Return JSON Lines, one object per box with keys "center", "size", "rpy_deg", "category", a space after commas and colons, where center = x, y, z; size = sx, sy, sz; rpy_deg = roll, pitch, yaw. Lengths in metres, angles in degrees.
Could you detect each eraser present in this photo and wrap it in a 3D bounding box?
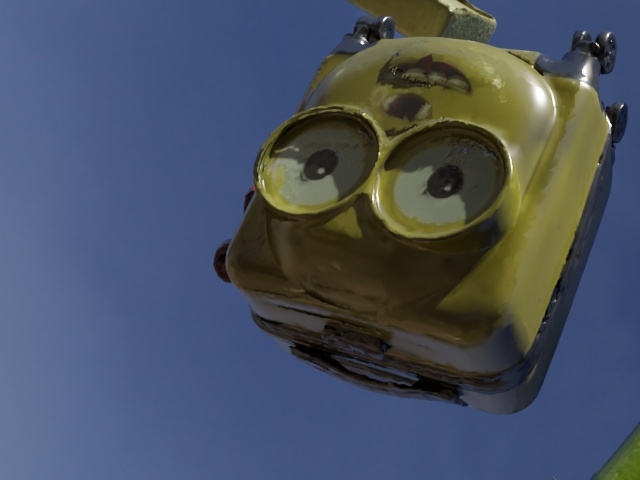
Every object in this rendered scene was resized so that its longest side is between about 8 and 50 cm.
{"center": [0.090, -0.254, 1.067], "size": [0.172, 0.117, 0.058], "rpy_deg": [37, -68, 24], "category": "eraser"}

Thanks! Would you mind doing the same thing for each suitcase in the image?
{"center": [0.064, -0.027, 0.606], "size": [0.194, 0.235, 0.143], "rpy_deg": [12, -27, 28], "category": "suitcase"}

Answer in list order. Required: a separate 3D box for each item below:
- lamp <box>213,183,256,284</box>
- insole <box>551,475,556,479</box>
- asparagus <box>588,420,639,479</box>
{"center": [0.004, 0.001, 1.115], "size": [0.215, 0.151, 0.223], "rpy_deg": [35, -88, 20], "category": "lamp"}
{"center": [0.361, 0.387, 1.329], "size": [0.086, 0.005, 0.253], "rpy_deg": [54, 3, -19], "category": "insole"}
{"center": [0.276, 0.197, 0.861], "size": [0.060, 0.278, 0.067], "rpy_deg": [44, -19, 8], "category": "asparagus"}
